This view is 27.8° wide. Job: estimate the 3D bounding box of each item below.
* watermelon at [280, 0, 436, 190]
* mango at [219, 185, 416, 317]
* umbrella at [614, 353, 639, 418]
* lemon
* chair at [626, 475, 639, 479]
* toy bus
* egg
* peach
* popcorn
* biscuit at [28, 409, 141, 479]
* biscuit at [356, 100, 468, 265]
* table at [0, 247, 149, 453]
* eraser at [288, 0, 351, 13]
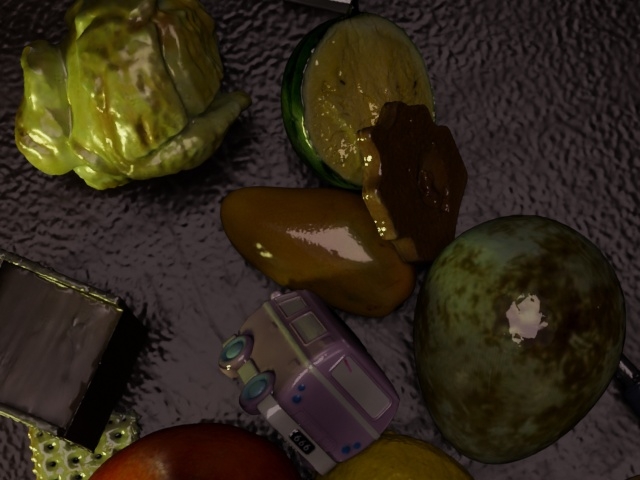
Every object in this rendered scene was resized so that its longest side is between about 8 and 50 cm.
[{"bbox_3d":[0.032,-0.169,1.553,0.204,0.127,0.232,-26,104,-34],"label":"watermelon"},{"bbox_3d":[0.000,0.000,1.547,0.253,0.113,0.138,24,99,3],"label":"mango"},{"bbox_3d":[0.405,0.205,1.542,0.248,0.071,0.071,43,86,10],"label":"umbrella"},{"bbox_3d":[0.086,0.318,1.467,0.231,0.192,0.192,29,84,0],"label":"lemon"},{"bbox_3d":[0.331,0.379,1.461,0.159,0.172,0.246,13,82,37],"label":"chair"},{"bbox_3d":[-0.014,0.154,1.476,0.142,0.202,0.142,-43,117,1],"label":"toy bus"},{"bbox_3d":[0.222,0.114,1.470,0.238,0.238,0.289,10,99,3],"label":"egg"},{"bbox_3d":[-0.136,0.293,1.414,0.258,0.361,0.201,22,58,1],"label":"peach"},{"bbox_3d":[-0.231,-0.189,1.534,0.276,0.276,0.225,-40,120,-4],"label":"popcorn"},{"bbox_3d":[-0.278,0.279,1.569,0.144,0.016,0.203,-9,83,1],"label":"biscuit"},{"bbox_3d":[0.100,-0.074,1.500,0.034,0.215,0.182,-4,61,36],"label":"biscuit"},{"bbox_3d":[-0.322,0.128,1.488,0.173,0.193,0.169,22,78,7],"label":"table"},{"bbox_3d":[0.019,-0.406,1.632,0.096,0.052,0.225,12,83,1],"label":"eraser"}]
